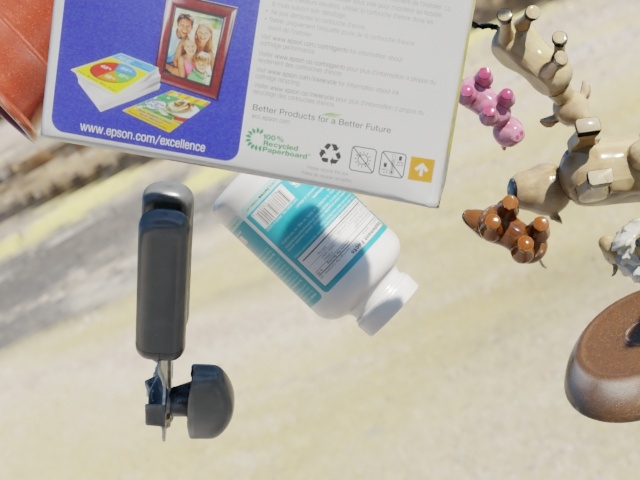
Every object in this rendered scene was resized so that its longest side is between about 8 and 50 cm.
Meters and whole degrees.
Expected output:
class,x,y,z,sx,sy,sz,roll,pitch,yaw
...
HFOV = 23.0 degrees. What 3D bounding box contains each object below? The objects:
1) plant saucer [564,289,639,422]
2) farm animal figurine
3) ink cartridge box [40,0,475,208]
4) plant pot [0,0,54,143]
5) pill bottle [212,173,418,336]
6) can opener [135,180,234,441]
class,x,y,z,sx,sy,sz,roll,pitch,yaw
plant saucer,0.333,0.104,1.597,0.198,0.036,0.199,-25,26,13
farm animal figurine,0.315,-0.106,1.937,0.326,0.330,0.172,8,-16,5
ink cartridge box,-0.036,-0.199,1.139,0.303,0.307,0.072,11,14,6
plant pot,-0.327,-0.298,1.763,0.265,0.272,0.272,-47,14,-7
pill bottle,0.000,0.000,2.009,0.146,0.264,0.146,-46,1,1
can opener,-0.120,0.074,1.439,0.095,0.283,0.076,4,41,-3
